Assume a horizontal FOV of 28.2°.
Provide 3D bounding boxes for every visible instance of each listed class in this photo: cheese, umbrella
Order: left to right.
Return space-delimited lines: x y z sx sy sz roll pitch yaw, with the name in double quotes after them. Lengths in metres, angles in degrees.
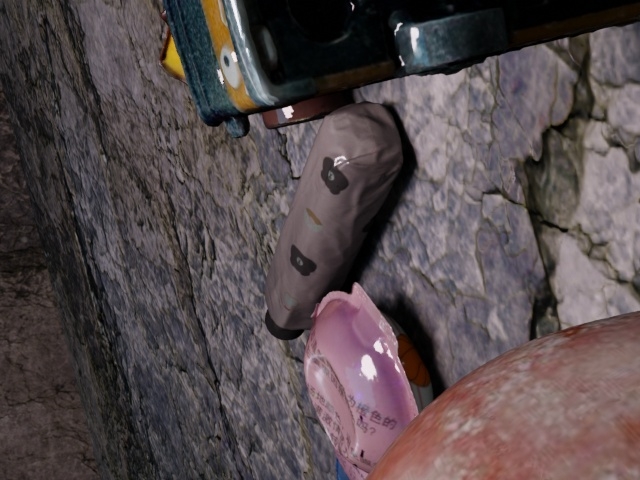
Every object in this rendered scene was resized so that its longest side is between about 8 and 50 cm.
0.000 0.000 1.095 0.337 0.067 0.073 113 157 -57 "umbrella"
0.039 0.155 1.101 0.189 0.074 0.286 53 153 42 "cheese"

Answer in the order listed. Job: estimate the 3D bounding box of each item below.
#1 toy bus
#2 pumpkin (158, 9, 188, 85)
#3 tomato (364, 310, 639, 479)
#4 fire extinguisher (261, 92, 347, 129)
0.062 -0.144 0.584 0.167 0.275 0.138 0 105 68 "toy bus"
-0.008 -0.259 0.913 0.148 0.169 0.312 -74 -4 -54 "pumpkin"
0.150 0.182 0.546 0.282 0.317 0.316 -125 28 -55 "tomato"
-0.050 -0.205 1.034 0.071 0.099 0.231 -172 67 -77 "fire extinguisher"
